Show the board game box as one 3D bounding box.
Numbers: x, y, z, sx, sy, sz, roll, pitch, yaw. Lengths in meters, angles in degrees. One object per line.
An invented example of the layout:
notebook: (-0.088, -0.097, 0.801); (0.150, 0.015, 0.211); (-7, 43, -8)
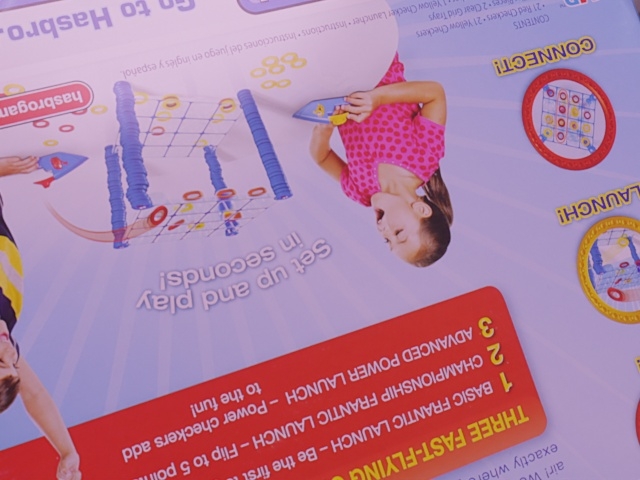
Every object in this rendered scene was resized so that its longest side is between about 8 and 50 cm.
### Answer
board game box: (0.000, 0.000, 0.424); (0.086, 0.308, 0.302); (147, -74, -69)
